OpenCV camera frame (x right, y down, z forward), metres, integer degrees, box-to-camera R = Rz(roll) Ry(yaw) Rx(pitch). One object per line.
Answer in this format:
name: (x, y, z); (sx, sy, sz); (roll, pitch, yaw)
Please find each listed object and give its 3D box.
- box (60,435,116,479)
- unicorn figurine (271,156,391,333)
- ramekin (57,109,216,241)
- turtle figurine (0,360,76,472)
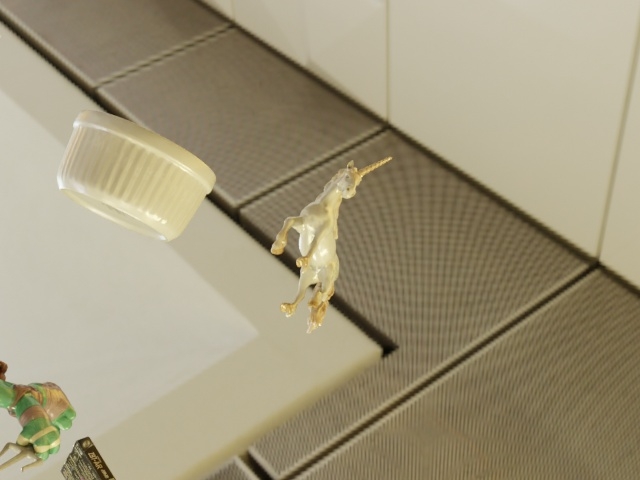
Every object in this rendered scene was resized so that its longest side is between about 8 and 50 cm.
box: (-0.270, 0.283, 1.209); (0.018, 0.067, 0.083); (-14, -124, -45)
unicorn figurine: (0.000, 0.000, 0.952); (0.060, 0.162, 0.111); (26, -136, 11)
ramekin: (-0.257, -0.081, 1.397); (0.207, 0.207, 0.109); (20, -102, 23)
turtle figurine: (-0.306, 0.148, 0.887); (0.175, 0.234, 0.118); (1, -102, 5)
